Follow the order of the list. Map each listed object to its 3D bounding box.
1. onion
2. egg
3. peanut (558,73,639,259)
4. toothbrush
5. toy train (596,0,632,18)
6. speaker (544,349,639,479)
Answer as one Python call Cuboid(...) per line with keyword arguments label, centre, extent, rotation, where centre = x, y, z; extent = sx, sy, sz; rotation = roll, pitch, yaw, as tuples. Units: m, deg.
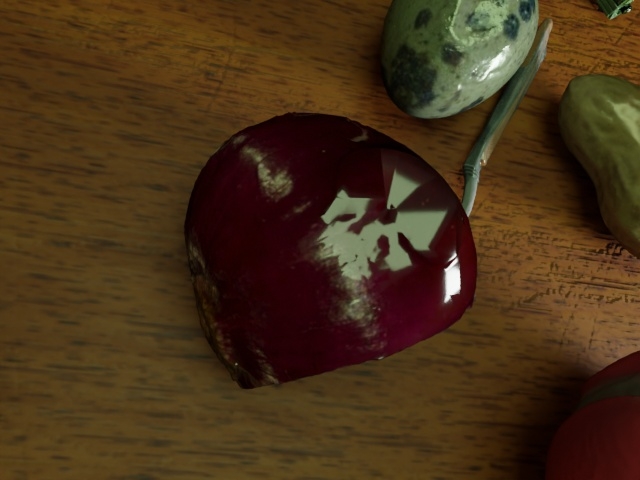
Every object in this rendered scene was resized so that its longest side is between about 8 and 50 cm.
Cuboid(label="onion", centre=(-0.002, -0.005, 0.455), extent=(0.216, 0.206, 0.207), rotation=(-25, 85, -18))
Cuboid(label="egg", centre=(0.131, -0.201, 0.573), extent=(0.141, 0.141, 0.182), rotation=(38, 81, -4))
Cuboid(label="peanut", centre=(0.335, -0.077, 0.616), extent=(0.120, 0.110, 0.236), rotation=(-30, 85, -6))
Cuboid(label="toothbrush", centre=(0.183, -0.110, 0.624), extent=(0.037, 0.028, 0.375), rotation=(18, 67, 33))
Cuboid(label="toy train", centre=(0.356, -0.321, 0.705), extent=(0.038, 0.056, 0.093), rotation=(-30, 87, -21))
Cuboid(label="speaker", centre=(0.338, 0.227, 0.479), extent=(0.294, 0.294, 0.294), rotation=(3, 76, -14))
